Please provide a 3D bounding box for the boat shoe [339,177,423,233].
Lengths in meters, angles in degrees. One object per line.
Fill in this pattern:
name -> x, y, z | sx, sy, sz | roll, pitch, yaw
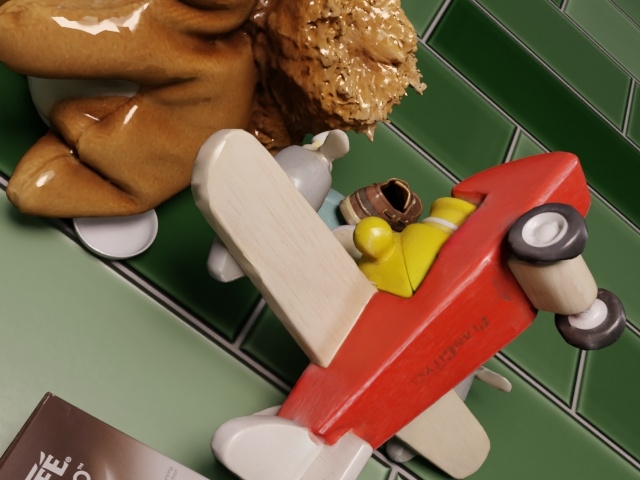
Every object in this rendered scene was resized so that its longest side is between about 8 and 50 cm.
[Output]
boat shoe -> 0.092, -0.044, 0.837 | 0.178, 0.060, 0.064 | -8, 65, -59

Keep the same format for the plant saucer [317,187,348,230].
plant saucer -> 0.000, 0.000, 0.794 | 0.195, 0.037, 0.194 | 16, 56, -25

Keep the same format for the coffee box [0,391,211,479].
coffee box -> -0.125, 0.268, 0.487 | 0.297, 0.119, 0.168 | 33, 42, -12

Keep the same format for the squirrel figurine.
squirrel figurine -> -0.095, -0.223, 0.622 | 0.397, 0.370, 0.280 | 6, 52, -35

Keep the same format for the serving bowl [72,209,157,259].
serving bowl -> -0.208, -0.016, 0.672 | 0.083, 0.027, 0.083 | 16, 56, -25

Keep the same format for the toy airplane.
toy airplane -> 0.050, 0.085, 0.642 | 0.385, 0.385, 0.272 | -1, 26, -25
